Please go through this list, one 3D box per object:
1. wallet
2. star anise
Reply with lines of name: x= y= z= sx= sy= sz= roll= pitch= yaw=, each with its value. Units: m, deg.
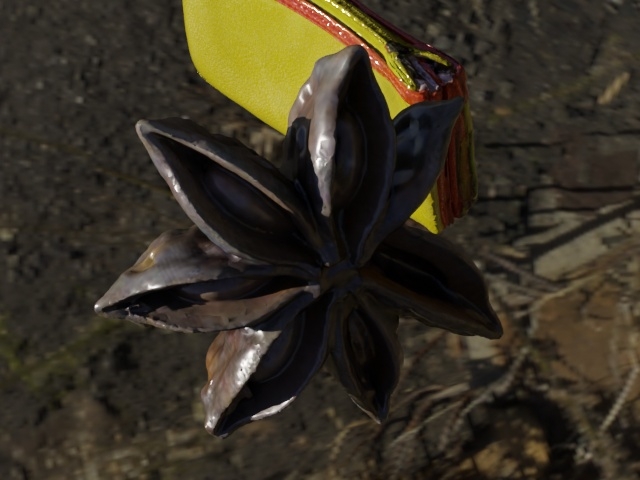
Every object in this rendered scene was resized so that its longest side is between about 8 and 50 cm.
wallet: x=0.006 y=-0.119 z=1.083 sx=0.067 sy=0.141 sz=0.241 roll=-39 pitch=58 yaw=-23
star anise: x=-0.014 y=0.009 z=0.798 sx=0.197 sy=0.073 sz=0.212 roll=-18 pitch=122 yaw=-8
